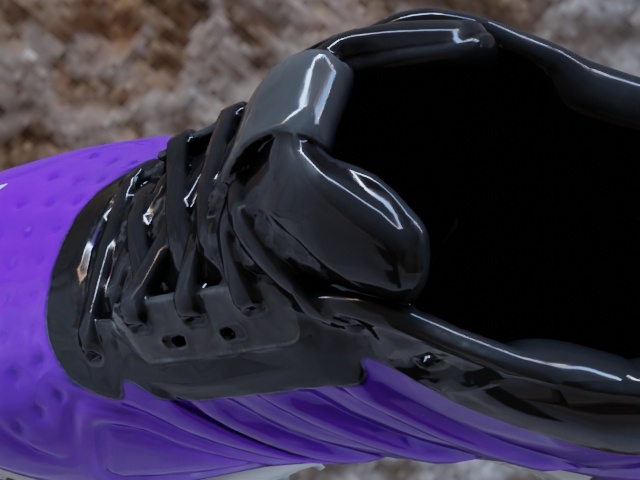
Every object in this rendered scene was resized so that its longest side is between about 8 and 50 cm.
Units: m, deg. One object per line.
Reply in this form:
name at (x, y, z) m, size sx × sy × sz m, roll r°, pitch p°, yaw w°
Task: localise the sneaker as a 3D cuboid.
sneaker at (0.000, -0.001, 0.462) m, size 0.146 × 0.293 × 0.102 m, roll 51°, pitch 45°, yaw -57°
